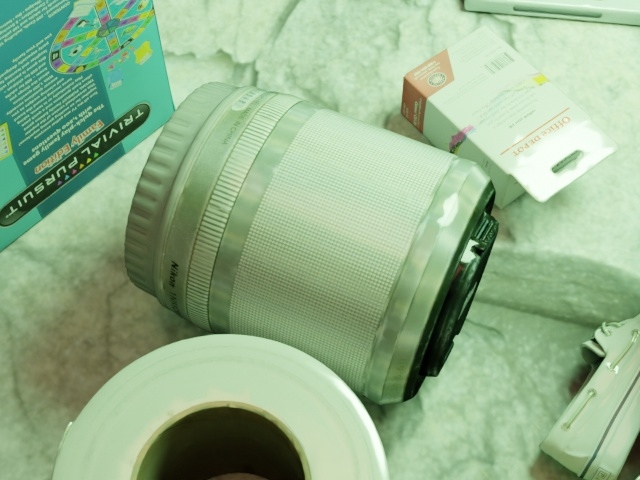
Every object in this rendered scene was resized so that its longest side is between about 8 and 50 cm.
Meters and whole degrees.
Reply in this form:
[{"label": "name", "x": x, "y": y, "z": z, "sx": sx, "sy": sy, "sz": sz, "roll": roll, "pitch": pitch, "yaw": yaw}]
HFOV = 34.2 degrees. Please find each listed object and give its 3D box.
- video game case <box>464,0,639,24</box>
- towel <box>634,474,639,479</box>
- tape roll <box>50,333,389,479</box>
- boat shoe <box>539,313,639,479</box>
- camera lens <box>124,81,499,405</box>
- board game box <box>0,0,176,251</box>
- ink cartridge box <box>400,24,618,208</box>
[{"label": "video game case", "x": 0.275, "y": -0.351, "z": 1.211, "sx": 0.207, "sy": 0.026, "sz": 0.226, "roll": 6, "pitch": 60, "yaw": 3}, {"label": "towel", "x": 0.353, "y": 0.218, "z": 0.888, "sx": 0.144, "sy": 0.029, "sz": 0.197, "roll": 40, "pitch": 70, "yaw": 20}, {"label": "tape roll", "x": -0.071, "y": 0.216, "z": 0.804, "sx": 0.246, "sy": 0.169, "sz": 0.246, "roll": 0, "pitch": 61, "yaw": -1}, {"label": "boat shoe", "x": 0.267, "y": 0.104, "z": 0.917, "sx": 0.076, "sy": 0.083, "sz": 0.226, "roll": 27, "pitch": 65, "yaw": 13}, {"label": "camera lens", "x": 0.000, "y": 0.000, "z": 0.897, "sx": 0.274, "sy": 0.219, "sz": 0.219, "roll": 22, "pitch": 63, "yaw": 12}, {"label": "board game box", "x": -0.265, "y": -0.159, "z": 0.920, "sx": 0.079, "sy": 0.336, "sz": 0.254, "roll": 40, "pitch": 67, "yaw": 20}, {"label": "ink cartridge box", "x": 0.188, "y": -0.113, "z": 1.051, "sx": 0.115, "sy": 0.067, "sz": 0.198, "roll": -33, "pitch": 64, "yaw": -17}]
